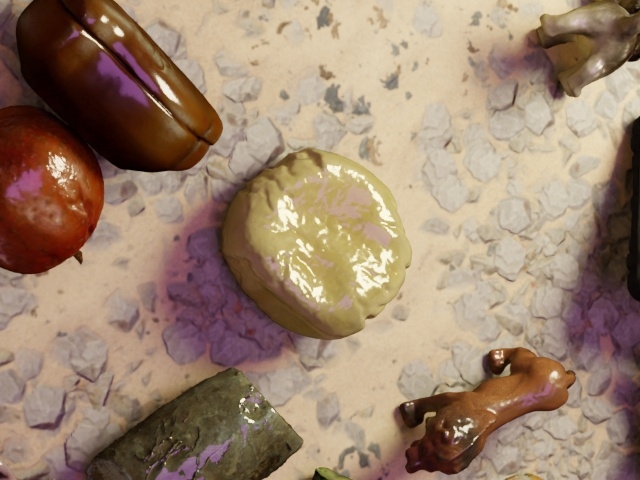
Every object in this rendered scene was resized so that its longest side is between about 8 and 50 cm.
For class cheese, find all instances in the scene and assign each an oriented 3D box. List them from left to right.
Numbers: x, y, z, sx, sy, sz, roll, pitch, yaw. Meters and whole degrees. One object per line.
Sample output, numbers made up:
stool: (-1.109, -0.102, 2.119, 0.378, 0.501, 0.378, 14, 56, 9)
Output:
cheese: (0.000, 0.000, 1.808, 0.226, 0.117, 0.214, 47, 68, -14)

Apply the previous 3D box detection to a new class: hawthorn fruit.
hawthorn fruit: (-0.316, -0.041, 1.633, 0.179, 0.179, 0.200, -43, 118, -16)

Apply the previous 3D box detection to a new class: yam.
yam: (-0.149, 0.256, 1.740, 0.254, 0.154, 0.154, -35, 106, -17)

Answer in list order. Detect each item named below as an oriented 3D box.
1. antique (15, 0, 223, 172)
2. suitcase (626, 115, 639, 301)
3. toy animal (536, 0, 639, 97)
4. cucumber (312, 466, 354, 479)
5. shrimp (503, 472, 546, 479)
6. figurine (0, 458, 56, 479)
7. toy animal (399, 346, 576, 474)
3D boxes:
antique: (-0.226, -0.173, 1.638, 0.129, 0.223, 0.278, -45, 147, 2)
suitcase: (0.506, -0.027, 2.003, 0.206, 0.066, 0.286, 20, 60, -23)
toy animal: (0.367, -0.270, 1.932, 0.168, 0.233, 0.121, -25, 93, 20)
cucumber: (0.010, 0.407, 1.834, 0.134, 0.134, 0.244, 22, 91, -23)
shrimp: (0.327, 0.444, 2.008, 0.317, 0.062, 0.164, 41, 81, -16)
figurine: (-0.308, 0.377, 1.657, 0.176, 0.186, 0.287, -40, 116, -13)
toy animal: (0.225, 0.214, 1.896, 0.312, 0.157, 0.097, -25, 103, -20)
